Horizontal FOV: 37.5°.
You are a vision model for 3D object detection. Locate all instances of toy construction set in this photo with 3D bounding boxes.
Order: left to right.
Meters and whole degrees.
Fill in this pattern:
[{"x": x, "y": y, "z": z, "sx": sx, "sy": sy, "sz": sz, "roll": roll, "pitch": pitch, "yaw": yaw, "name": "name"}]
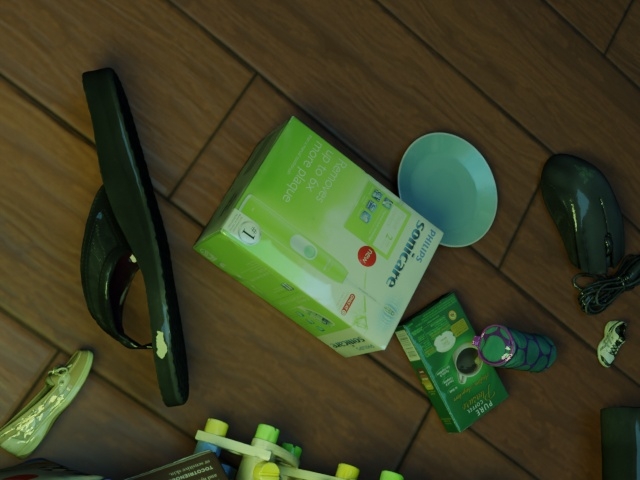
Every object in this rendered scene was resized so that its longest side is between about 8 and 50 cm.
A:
[{"x": 0.006, "y": 0.325, "z": 1.166, "sx": 0.215, "sy": 0.327, "sz": 0.151, "roll": 42, "pitch": 73, "yaw": -45, "name": "toy construction set"}]

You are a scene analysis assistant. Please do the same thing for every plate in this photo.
[{"x": 0.199, "y": -0.079, "z": 1.500, "sx": 0.188, "sy": 0.024, "sz": 0.188, "roll": 7, "pitch": 74, "yaw": -26, "name": "plate"}]

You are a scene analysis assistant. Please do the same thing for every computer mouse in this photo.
[{"x": 0.470, "y": -0.029, "z": 1.596, "sx": 0.188, "sy": 0.072, "sz": 0.272, "roll": -26, "pitch": 91, "yaw": -28, "name": "computer mouse"}]

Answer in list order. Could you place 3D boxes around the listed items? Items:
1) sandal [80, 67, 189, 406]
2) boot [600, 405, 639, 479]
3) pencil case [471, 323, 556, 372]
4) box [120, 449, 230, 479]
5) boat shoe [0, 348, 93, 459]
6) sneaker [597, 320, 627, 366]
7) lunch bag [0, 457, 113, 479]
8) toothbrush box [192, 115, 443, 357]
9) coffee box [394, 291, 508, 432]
[{"x": -0.255, "y": 0.002, "z": 1.202, "sx": 0.107, "sy": 0.167, "sz": 0.446, "roll": -16, "pitch": 77, "yaw": -3, "name": "sandal"}, {"x": 0.450, "y": 0.467, "z": 1.424, "sx": 0.367, "sy": 0.146, "sz": 0.445, "roll": 21, "pitch": 72, "yaw": -30, "name": "boot"}, {"x": 0.300, "y": 0.167, "z": 1.442, "sx": 0.151, "sy": 0.070, "sz": 0.065, "roll": 17, "pitch": 92, "yaw": -50, "name": "pencil case"}, {"x": -0.165, "y": 0.388, "z": 1.082, "sx": 0.167, "sy": 0.168, "sz": 0.203, "roll": -14, "pitch": 49, "yaw": -29, "name": "box"}, {"x": -0.336, "y": 0.192, "z": 1.153, "sx": 0.048, "sy": 0.056, "sz": 0.153, "roll": 40, "pitch": 71, "yaw": -18, "name": "boat shoe"}, {"x": 0.490, "y": 0.171, "z": 1.578, "sx": 0.032, "sy": 0.037, "sz": 0.083, "roll": 26, "pitch": 69, "yaw": -21, "name": "sneaker"}, {"x": -0.402, "y": 0.377, "z": 0.924, "sx": 0.385, "sy": 0.328, "sz": 0.239, "roll": -11, "pitch": 85, "yaw": -30, "name": "lunch bag"}, {"x": 0.000, "y": 0.000, "z": 1.328, "sx": 0.283, "sy": 0.122, "sz": 0.206, "roll": 38, "pitch": 65, "yaw": -15, "name": "toothbrush box"}, {"x": 0.197, "y": 0.185, "z": 1.426, "sx": 0.113, "sy": 0.040, "sz": 0.184, "roll": -30, "pitch": 92, "yaw": -30, "name": "coffee box"}]
